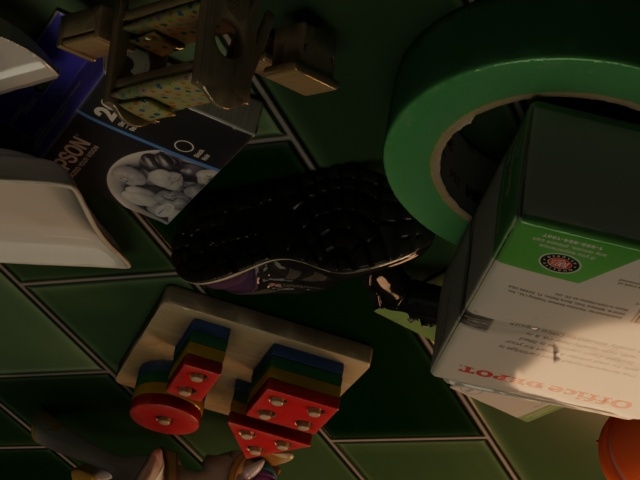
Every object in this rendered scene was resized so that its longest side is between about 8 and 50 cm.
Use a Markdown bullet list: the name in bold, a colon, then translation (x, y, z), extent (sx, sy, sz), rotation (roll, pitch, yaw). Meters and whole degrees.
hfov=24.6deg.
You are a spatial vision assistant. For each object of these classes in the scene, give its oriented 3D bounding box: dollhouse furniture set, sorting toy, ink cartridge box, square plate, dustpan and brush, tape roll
- **dollhouse furniture set**: translation (-0.105, -0.131, 1.227), extent (0.181, 0.101, 0.161), rotation (-7, 162, 41)
- **sorting toy**: translation (-0.104, 0.180, 1.776), extent (0.257, 0.089, 0.255), rotation (18, 149, -13)
- **ink cartridge box**: translation (0.229, 0.029, 1.248), extent (0.211, 0.122, 0.289), rotation (13, 149, -5)
- **ink cartridge box**: translation (-0.191, -0.107, 1.371), extent (0.208, 0.045, 0.206), rotation (24, 147, -19)
- **ink cartridge box**: translation (0.197, 0.117, 1.622), extent (0.235, 0.056, 0.171), rotation (24, 146, -26)
- **square plate**: translation (-0.380, -0.038, 1.454), extent (0.343, 0.049, 0.347), rotation (4, 167, 3)
- **dustpan and brush**: translation (-0.324, -0.166, 1.224), extent (0.147, 0.060, 0.211), rotation (-15, 142, 9)
- **tape roll**: translation (0.216, -0.084, 1.261), extent (0.321, 0.077, 0.321), rotation (7, 150, 4)

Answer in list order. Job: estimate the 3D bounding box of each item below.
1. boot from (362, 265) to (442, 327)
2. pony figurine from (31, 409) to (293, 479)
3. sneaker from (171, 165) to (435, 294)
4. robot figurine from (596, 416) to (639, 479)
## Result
- **boot**: translation (0.099, 0.052, 1.530), extent (0.099, 0.045, 0.121), rotation (17, 157, 18)
- **pony figurine**: translation (-0.243, 0.356, 1.884), extent (0.363, 0.351, 0.303), rotation (1, 123, 17)
- **sneaker**: translation (0.000, 0.000, 1.465), extent (0.283, 0.107, 0.124), rotation (-5, 161, 31)
- **robot figurine**: translation (0.401, 0.226, 1.672), extent (0.158, 0.128, 0.219), rotation (15, 149, -19)
